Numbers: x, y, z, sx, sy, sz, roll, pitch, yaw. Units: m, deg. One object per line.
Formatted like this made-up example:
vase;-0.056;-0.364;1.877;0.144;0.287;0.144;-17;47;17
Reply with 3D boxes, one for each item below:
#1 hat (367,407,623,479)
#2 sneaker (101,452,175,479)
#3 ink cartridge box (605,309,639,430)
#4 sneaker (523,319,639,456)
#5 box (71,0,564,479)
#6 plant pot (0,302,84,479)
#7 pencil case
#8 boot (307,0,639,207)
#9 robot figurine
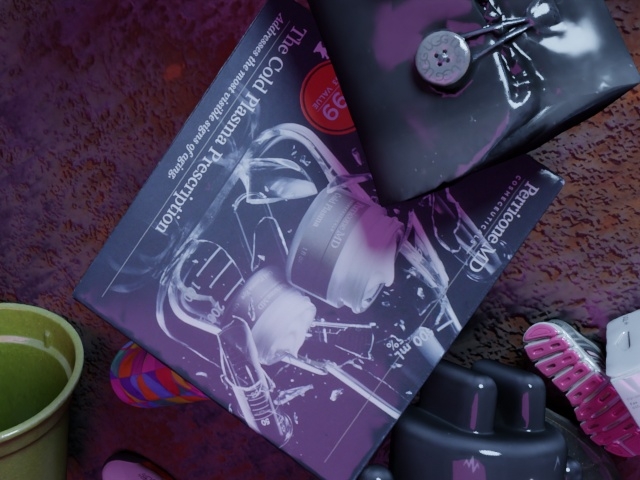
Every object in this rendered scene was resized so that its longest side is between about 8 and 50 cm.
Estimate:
hat;0.197;0.331;0.862;0.331;0.134;0.331;0;91;13
sneaker;-0.240;0.437;1.057;0.270;0.145;0.090;44;117;1
ink cartridge box;0.371;0.172;0.735;0.082;0.139;0.191;-29;97;28
sneaker;0.292;0.150;0.790;0.170;0.075;0.063;50;122;11
box;0.000;0.000;0.728;0.312;0.179;0.343;34;93;5
plant pot;-0.466;0.272;1.038;0.276;0.276;0.254;15;124;15
pencil case;-0.179;0.156;0.923;0.236;0.104;0.104;-20;101;49
boot;-0.012;-0.231;0.588;0.367;0.146;0.445;-24;97;22
robot figurine;0.149;0.260;0.716;0.209;0.173;0.278;6;91;15
